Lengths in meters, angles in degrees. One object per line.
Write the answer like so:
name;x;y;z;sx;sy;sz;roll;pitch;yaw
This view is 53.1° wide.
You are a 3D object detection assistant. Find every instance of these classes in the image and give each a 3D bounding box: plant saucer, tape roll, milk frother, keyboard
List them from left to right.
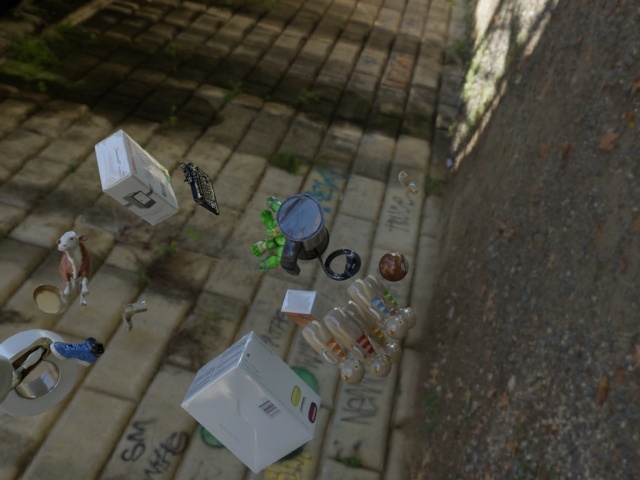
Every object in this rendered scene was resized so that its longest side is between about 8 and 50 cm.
tape roll;-0.975;0.448;2.165;0.286;0.100;0.286;-24;-53;-35
plant saucer;-0.634;0.141;1.497;0.015;0.083;0.083;-43;14;30
keyboard;-0.280;-0.137;1.517;0.038;0.100;0.192;-48;34;14
milk frother;0.000;0.000;1.133;0.135;0.143;0.129;74;-164;-74

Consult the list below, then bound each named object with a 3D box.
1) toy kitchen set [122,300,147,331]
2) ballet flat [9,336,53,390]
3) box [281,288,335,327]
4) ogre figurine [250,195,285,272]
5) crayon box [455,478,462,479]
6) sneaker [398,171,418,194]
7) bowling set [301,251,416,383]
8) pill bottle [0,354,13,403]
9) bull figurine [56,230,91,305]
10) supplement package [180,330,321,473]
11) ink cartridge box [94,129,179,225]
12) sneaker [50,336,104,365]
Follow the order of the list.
toy kitchen set;-0.630;0.267;2.187;0.068;0.075;0.083;53;141;37
ballet flat;-0.921;0.388;1.961;0.232;0.080;0.073;-47;19;-9
box;-0.040;0.256;2.352;0.170;0.130;0.091;44;-125;-49
ogre figurine;-0.110;-0.018;1.665;0.097;0.118;0.197;38;-115;-37
crayon box;0.338;0.713;1.571;0.278;0.165;0.081;51;-156;-26
sneaker;0.273;-0.179;1.999;0.032;0.083;0.037;-35;3;17
bowling set;0.111;0.136;1.128;0.200;0.154;0.287;-49;-11;18
pill bottle;-0.968;0.355;1.691;0.146;0.263;0.146;8;-90;-80
bull figurine;-0.782;0.094;2.036;0.310;0.101;0.189;135;131;-66
supplement package;-0.162;0.395;1.563;0.204;0.262;0.145;-38;15;22
ink cartridge box;-0.605;-0.203;2.117;0.273;0.114;0.198;47;-162;-58
sneaker;-0.670;0.298;1.784;0.152;0.084;0.058;42;-168;-50
